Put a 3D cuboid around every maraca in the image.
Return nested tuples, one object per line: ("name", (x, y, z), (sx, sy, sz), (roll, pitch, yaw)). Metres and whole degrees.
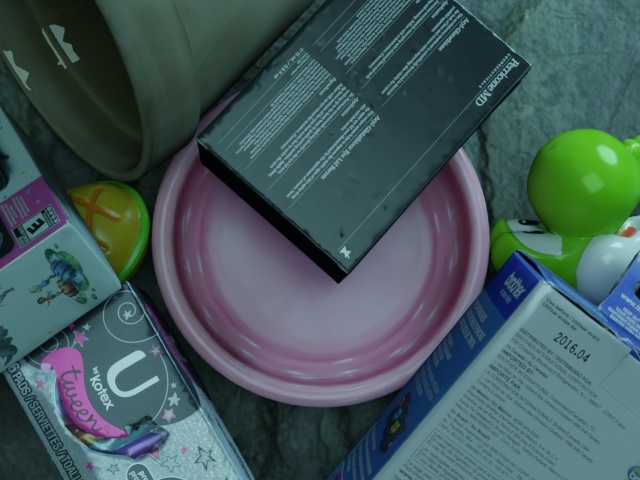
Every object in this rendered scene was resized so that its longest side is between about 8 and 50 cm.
("maraca", (-0.245, 0.018, 1.096), (0.186, 0.099, 0.127), (-38, 54, 6))

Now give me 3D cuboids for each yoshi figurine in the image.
("yoshi figurine", (0.352, -0.022, 1.106), (0.362, 0.203, 0.203), (3, 75, -2))

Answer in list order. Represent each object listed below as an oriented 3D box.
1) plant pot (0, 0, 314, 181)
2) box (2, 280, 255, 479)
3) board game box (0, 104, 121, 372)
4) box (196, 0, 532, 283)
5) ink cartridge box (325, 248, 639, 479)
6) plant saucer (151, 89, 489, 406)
("plant pot", (-0.150, -0.259, 1.060), (0.280, 0.323, 0.323), (-35, 86, -25))
("box", (-0.168, 0.178, 1.045), (0.142, 0.163, 0.247), (-31, 86, -6))
("board game box", (-0.359, 0.039, 0.995), (0.303, 0.097, 0.224), (-37, 46, -4))
("box", (0.039, -0.118, 1.049), (0.184, 0.103, 0.261), (42, 81, 5))
("ink cartridge box", (0.205, 0.198, 1.013), (0.270, 0.151, 0.395), (38, 100, -7))
("plant saucer", (0.000, 0.000, 1.123), (0.332, 0.084, 0.332), (0, 82, -4))
